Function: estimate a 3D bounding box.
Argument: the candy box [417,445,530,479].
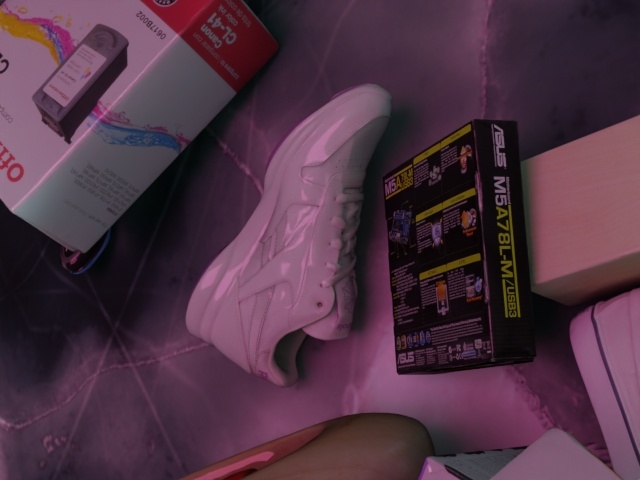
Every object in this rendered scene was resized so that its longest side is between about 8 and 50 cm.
[{"bbox_3d":[0.127,0.243,0.773,0.070,0.196,0.165,25,99,36],"label":"candy box"}]

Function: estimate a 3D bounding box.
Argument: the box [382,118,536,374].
[{"bbox_3d":[0.107,0.014,0.852,0.190,0.045,0.184,149,122,-69],"label":"box"}]

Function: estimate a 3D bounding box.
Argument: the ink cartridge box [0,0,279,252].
[{"bbox_3d":[-0.231,-0.176,1.080,0.306,0.131,0.226,-46,60,-1],"label":"ink cartridge box"}]

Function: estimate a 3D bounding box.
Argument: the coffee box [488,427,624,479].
[{"bbox_3d":[0.151,0.374,0.525,0.334,0.338,0.337,-37,32,-5],"label":"coffee box"}]

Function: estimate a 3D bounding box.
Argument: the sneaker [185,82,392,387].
[{"bbox_3d":[0.000,0.000,0.970,0.152,0.114,0.305,38,112,19],"label":"sneaker"}]

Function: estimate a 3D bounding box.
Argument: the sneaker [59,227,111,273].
[{"bbox_3d":[-0.278,-0.056,1.182,0.067,0.078,0.188,3,86,37],"label":"sneaker"}]

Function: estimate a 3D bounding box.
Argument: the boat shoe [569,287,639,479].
[{"bbox_3d":[0.263,0.153,0.748,0.084,0.095,0.258,-33,67,33],"label":"boat shoe"}]

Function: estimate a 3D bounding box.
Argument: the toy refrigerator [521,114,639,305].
[{"bbox_3d":[0.279,-0.041,0.764,0.269,0.094,0.102,-22,65,32],"label":"toy refrigerator"}]

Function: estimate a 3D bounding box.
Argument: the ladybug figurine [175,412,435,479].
[{"bbox_3d":[-0.095,0.287,0.874,0.449,0.305,0.162,-25,87,18],"label":"ladybug figurine"}]
